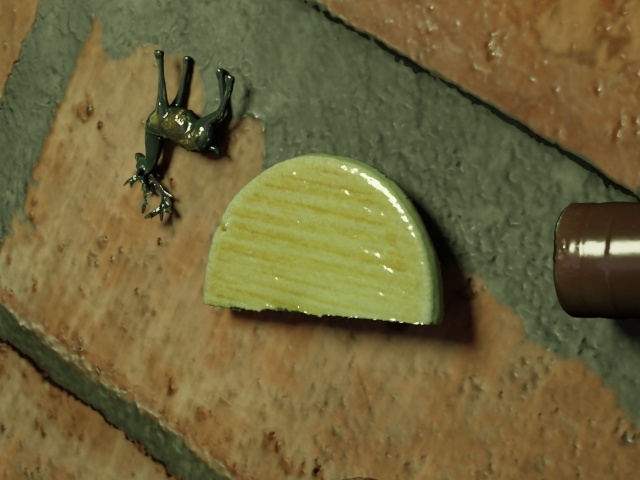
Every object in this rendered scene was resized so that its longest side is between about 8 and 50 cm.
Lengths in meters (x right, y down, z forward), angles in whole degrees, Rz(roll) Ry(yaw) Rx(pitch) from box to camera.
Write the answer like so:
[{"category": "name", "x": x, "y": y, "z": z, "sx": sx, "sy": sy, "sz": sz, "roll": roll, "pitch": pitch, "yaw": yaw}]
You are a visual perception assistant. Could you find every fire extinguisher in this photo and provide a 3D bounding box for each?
[{"category": "fire extinguisher", "x": 0.253, "y": -0.003, "z": 0.848, "sx": 0.231, "sy": 0.071, "sz": 0.099, "roll": -3, "pitch": 66, "yaw": 30}]

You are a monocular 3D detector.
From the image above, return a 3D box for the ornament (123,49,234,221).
[{"category": "ornament", "x": -0.103, "y": -0.070, "z": 1.066, "sx": 0.073, "sy": 0.028, "sz": 0.125, "roll": 25, "pitch": 106, "yaw": 26}]

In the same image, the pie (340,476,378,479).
[{"category": "pie", "x": 0.032, "y": 0.239, "z": 1.020, "sx": 0.153, "sy": 0.038, "sz": 0.153, "roll": 2, "pitch": 95, "yaw": 28}]

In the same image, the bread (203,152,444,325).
[{"category": "bread", "x": 0.003, "y": -0.004, "z": 1.009, "sx": 0.193, "sy": 0.036, "sz": 0.112, "roll": 2, "pitch": 92, "yaw": 33}]
